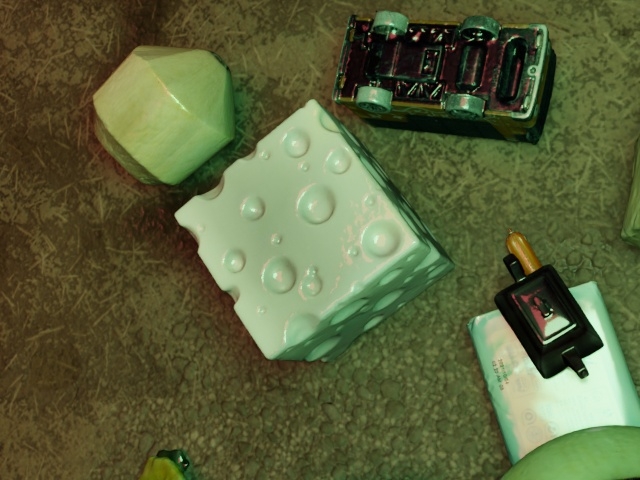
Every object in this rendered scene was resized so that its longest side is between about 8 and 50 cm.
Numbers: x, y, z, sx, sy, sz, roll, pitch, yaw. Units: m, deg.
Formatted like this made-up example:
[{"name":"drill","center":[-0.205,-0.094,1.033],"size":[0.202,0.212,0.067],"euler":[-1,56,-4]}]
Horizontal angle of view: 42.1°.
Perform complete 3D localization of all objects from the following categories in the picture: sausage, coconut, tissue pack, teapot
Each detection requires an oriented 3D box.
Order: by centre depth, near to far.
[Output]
[{"name":"teapot","center":[0.268,0.089,0.995],"size":[0.087,0.096,0.177],"euler":[-32,66,8]},{"name":"tissue pack","center":[0.308,0.203,1.057],"size":[0.177,0.089,0.263],"euler":[-19,73,13]},{"name":"sausage","center":[0.280,0.030,1.126],"size":[0.031,0.031,0.107],"euler":[-32,72,13]},{"name":"coconut","center":[-0.227,-0.200,1.266],"size":[0.222,0.202,0.202],"euler":[-40,70,12]}]

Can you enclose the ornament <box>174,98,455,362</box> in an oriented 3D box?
[{"name":"ornament","center":[0.000,0.000,1.123],"size":[0.239,0.239,0.240],"euler":[-39,70,10]}]

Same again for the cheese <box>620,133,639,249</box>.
[{"name":"cheese","center":[0.500,-0.049,0.918],"size":[0.292,0.332,0.153],"euler":[12,85,-5]}]

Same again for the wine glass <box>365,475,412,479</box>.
[{"name":"wine glass","center":[0.062,0.472,1.029],"size":[0.237,0.238,0.323],"euler":[-14,87,18]}]

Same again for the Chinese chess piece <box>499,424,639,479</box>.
[{"name":"Chinese chess piece","center":[0.338,0.381,0.916],"size":[0.349,0.146,0.350],"euler":[1,101,4]}]

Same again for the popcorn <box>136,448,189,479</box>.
[{"name":"popcorn","center":[-0.262,0.471,1.143],"size":[0.292,0.237,0.293],"euler":[-3,81,24]}]

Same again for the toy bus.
[{"name":"toy bus","center":[0.176,-0.218,1.137],"size":[0.275,0.167,0.139],"euler":[9,84,26]}]
